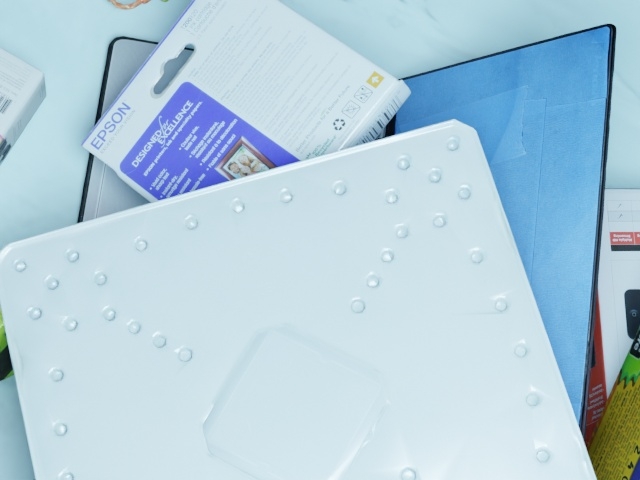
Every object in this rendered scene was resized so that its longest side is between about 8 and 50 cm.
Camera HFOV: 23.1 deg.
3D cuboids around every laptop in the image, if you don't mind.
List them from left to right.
[{"bbox_3d":[0.000,0.000,1.302,0.408,0.236,0.381,9,73,-7],"label":"laptop"}]

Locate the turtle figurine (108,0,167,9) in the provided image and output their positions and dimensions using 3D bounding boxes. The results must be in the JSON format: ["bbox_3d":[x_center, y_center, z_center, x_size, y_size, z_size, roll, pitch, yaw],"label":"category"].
[{"bbox_3d":[-0.120,-0.351,1.453,0.217,0.087,0.269,-5,76,-10],"label":"turtle figurine"}]

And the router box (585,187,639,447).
[{"bbox_3d":[0.400,0.106,1.417,0.336,0.082,0.301,1,75,-9],"label":"router box"}]

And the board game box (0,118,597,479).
[{"bbox_3d":[-0.017,0.135,1.170,0.390,0.050,0.390,-16,68,-2],"label":"board game box"}]

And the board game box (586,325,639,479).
[{"bbox_3d":[0.403,0.264,1.161,0.356,0.356,0.356,22,94,-10],"label":"board game box"}]

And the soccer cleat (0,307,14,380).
[{"bbox_3d":[-0.293,0.079,1.300,0.289,0.093,0.121,-38,57,-10],"label":"soccer cleat"}]

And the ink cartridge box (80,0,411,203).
[{"bbox_3d":[-0.066,-0.102,1.325,0.208,0.045,0.206,37,88,25],"label":"ink cartridge box"}]

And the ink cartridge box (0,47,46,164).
[{"bbox_3d":[-0.330,-0.089,1.363,0.104,0.061,0.181,30,72,1],"label":"ink cartridge box"}]
